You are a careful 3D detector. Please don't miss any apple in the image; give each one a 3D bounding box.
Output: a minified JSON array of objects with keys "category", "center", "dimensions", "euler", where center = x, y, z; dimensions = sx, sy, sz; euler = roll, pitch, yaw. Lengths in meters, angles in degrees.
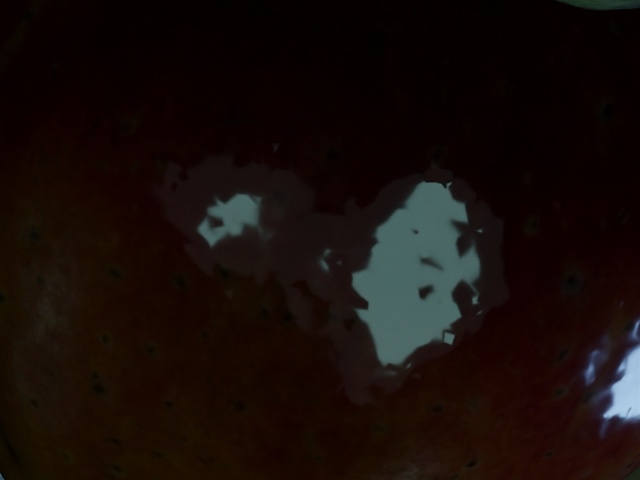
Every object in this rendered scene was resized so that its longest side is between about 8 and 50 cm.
[{"category":"apple","center":[0.000,0.000,0.733],"dimensions":[0.329,0.295,0.365],"euler":[43,133,15]}]

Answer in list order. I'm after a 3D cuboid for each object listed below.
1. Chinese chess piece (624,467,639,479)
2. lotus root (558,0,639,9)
[{"category":"Chinese chess piece","center":[0.228,0.170,0.892],"dimensions":[0.270,0.112,0.270],"euler":[2,137,2]},{"category":"lotus root","center":[0.154,-0.181,0.497],"dimensions":[0.173,0.173,0.309],"euler":[32,131,-26]}]
